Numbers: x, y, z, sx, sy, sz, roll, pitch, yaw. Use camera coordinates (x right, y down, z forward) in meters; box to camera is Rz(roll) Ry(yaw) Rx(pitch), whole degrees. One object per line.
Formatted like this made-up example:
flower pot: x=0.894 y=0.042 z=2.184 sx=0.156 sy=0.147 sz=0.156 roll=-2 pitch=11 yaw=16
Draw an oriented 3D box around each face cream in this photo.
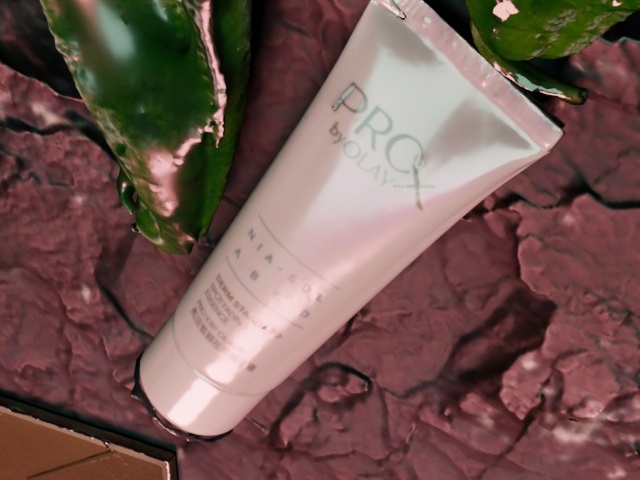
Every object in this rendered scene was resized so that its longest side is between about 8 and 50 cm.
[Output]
face cream: x=0.000 y=0.000 z=0.765 sx=0.092 sy=0.058 sz=0.243 roll=42 pitch=128 yaw=2

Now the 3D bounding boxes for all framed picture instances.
framed picture: x=-0.142 y=0.136 z=0.983 sx=0.149 sy=0.011 sz=0.109 roll=16 pitch=131 yaw=20

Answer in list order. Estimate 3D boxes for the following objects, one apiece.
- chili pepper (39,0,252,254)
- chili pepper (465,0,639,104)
chili pepper: x=-0.070 y=-0.082 z=0.738 sx=0.108 sy=0.062 sz=0.216 roll=23 pitch=134 yaw=22
chili pepper: x=0.132 y=-0.120 z=0.573 sx=0.100 sy=0.074 sz=0.257 roll=12 pitch=156 yaw=-42
